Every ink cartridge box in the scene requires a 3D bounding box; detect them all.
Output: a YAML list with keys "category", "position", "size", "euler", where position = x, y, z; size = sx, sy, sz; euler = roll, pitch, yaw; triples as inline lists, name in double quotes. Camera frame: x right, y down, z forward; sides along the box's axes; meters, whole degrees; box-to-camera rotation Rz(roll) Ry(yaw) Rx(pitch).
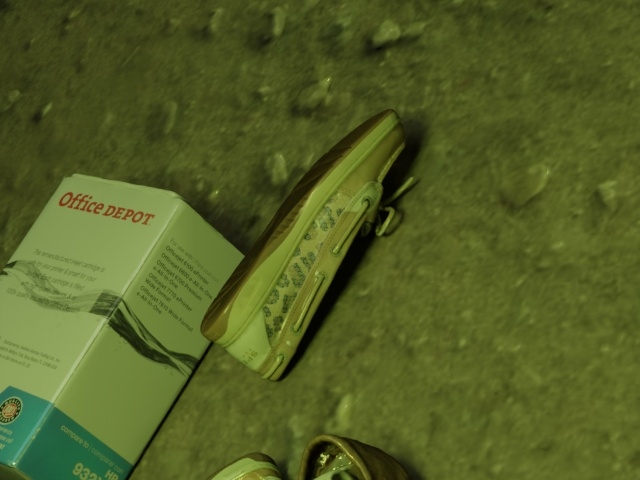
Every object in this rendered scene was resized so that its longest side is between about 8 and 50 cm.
- category: "ink cartridge box"
  position: [-0.239, 0.101, 1.856]
  size: [0.223, 0.129, 0.307]
  euler: [12, 65, 50]

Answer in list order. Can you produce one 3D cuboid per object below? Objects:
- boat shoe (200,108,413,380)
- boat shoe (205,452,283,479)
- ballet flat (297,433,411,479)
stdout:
- category: "boat shoe"
  position: [0.000, 0.000, 1.763]
  size: [0.285, 0.089, 0.104]
  euler: [-53, 10, -12]
- category: "boat shoe"
  position: [-0.110, 0.264, 1.628]
  size: [0.190, 0.068, 0.072]
  euler: [-38, 48, 11]
- category: "ballet flat"
  position: [0.020, 0.285, 1.419]
  size: [0.116, 0.124, 0.342]
  euler: [-26, 40, 26]
